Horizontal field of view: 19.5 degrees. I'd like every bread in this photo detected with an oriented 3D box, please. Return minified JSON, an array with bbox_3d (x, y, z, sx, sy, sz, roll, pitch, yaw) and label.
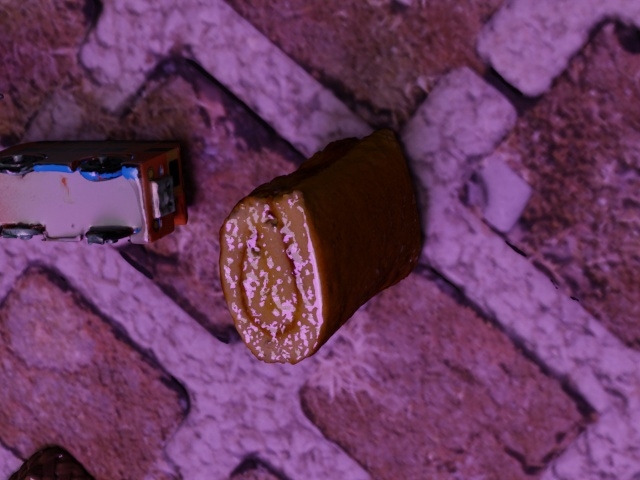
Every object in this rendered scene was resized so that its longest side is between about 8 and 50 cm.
[{"bbox_3d":[0.000,0.000,1.359,0.103,0.172,0.132,0,110,27],"label":"bread"}]

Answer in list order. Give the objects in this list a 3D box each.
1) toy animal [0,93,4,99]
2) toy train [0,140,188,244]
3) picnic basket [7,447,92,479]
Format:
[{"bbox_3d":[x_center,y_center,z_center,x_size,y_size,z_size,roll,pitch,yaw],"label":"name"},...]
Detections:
[{"bbox_3d":[-0.326,-0.125,1.491,0.269,0.137,0.082,16,115,29],"label":"toy animal"},{"bbox_3d":[-0.192,-0.041,1.482,0.188,0.099,0.072,2,109,27],"label":"toy train"},{"bbox_3d":[-0.215,0.283,1.660,0.193,0.055,0.110,49,123,2],"label":"picnic basket"}]
